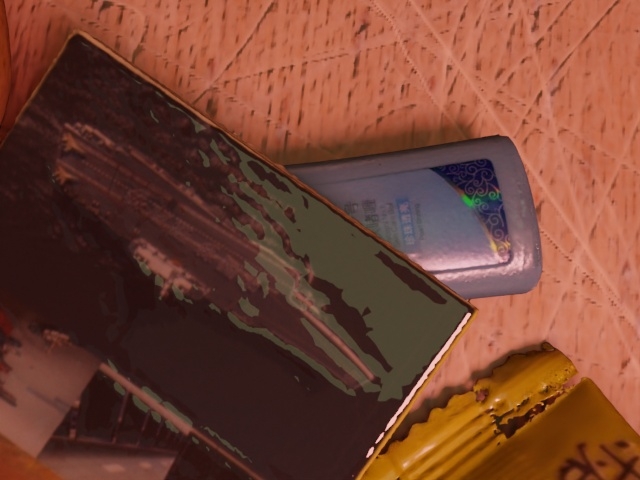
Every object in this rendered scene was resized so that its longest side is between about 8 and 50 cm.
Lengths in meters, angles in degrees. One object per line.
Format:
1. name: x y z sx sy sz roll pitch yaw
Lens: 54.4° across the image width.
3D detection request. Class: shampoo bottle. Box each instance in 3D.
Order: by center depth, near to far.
1. shampoo bottle: 0.000 0.000 0.389 0.258 0.061 0.103 -8 80 -4

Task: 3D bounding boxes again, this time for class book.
1. book: -0.129 0.111 0.341 0.262 0.028 0.374 35 92 3

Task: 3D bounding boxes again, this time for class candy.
1. candy: 0.146 0.196 0.301 0.187 0.081 0.297 -33 53 -11

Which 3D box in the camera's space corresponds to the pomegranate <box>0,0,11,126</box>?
1. pomegranate: -0.310 -0.120 0.290 0.319 0.319 0.319 0 79 -2
